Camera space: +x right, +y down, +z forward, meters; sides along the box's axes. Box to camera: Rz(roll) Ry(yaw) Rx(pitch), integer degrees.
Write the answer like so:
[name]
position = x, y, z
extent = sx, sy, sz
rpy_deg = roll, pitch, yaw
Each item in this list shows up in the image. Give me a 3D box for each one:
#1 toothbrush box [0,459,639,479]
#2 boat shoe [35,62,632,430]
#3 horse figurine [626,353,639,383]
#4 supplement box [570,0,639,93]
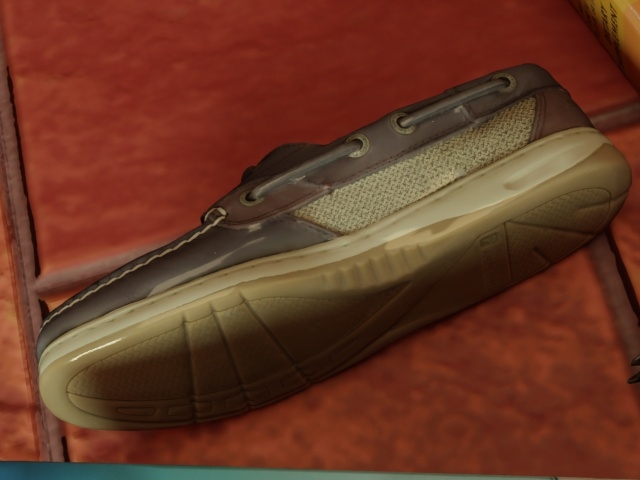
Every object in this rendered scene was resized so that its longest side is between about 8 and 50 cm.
[toothbrush box]
position = 0.014, 0.207, 0.573
extent = 0.295, 0.126, 0.216
rpy_deg = -1, 63, 12
[boat shoe]
position = 0.000, 0.000, 0.696
extent = 0.285, 0.103, 0.092
rpy_deg = -23, 57, -4
[horse figurine]
position = 0.271, -0.006, 0.658
extent = 0.174, 0.066, 0.263
rpy_deg = 28, 78, 19
[supplement box]
position = 0.138, -0.178, 0.764
extent = 0.080, 0.078, 0.233
rpy_deg = -29, 61, 1
